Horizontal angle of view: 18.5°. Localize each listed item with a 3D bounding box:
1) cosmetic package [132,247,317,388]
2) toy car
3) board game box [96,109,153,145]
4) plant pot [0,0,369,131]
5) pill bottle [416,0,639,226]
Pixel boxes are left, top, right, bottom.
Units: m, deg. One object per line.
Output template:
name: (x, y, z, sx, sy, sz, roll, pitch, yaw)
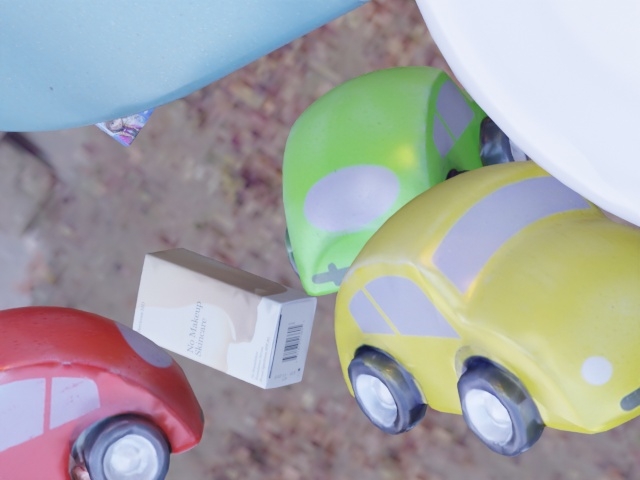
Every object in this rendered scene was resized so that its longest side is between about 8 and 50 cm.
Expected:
cosmetic package: (-0.063, 0.049, 1.261, 0.115, 0.041, 0.060, 17, 104, 33)
toy car: (0.000, 0.000, 0.538, 0.239, 0.225, 0.053, -15, 109, 25)
board game box: (-0.168, -0.138, 1.591, 0.090, 0.090, 0.020, 35, 170, -16)
plant pot: (-0.088, -0.148, 0.766, 0.165, 0.166, 0.234, 38, 140, -21)
pill bottle: (0.120, -0.103, 0.395, 0.131, 0.229, 0.131, 17, 126, 24)
